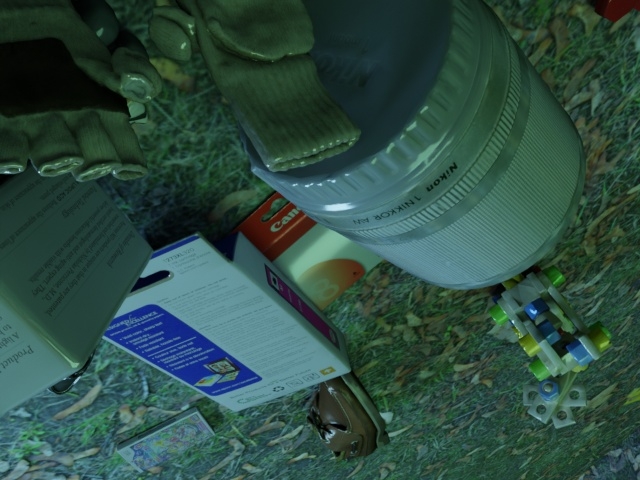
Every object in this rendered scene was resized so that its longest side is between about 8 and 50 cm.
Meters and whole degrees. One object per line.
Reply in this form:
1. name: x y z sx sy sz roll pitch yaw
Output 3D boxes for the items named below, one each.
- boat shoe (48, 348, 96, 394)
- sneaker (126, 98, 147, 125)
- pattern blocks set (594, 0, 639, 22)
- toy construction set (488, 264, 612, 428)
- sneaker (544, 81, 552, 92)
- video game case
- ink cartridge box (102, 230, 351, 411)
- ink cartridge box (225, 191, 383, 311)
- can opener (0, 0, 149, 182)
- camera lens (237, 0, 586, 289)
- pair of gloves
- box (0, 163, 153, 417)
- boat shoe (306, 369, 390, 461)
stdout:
1. boat shoe: -0.271 0.126 0.724 0.049 0.040 0.142 3 130 -36
2. sneaker: -0.182 -0.092 0.556 0.083 0.032 0.037 -30 142 -1
3. pattern blocks set: 0.423 -0.380 0.652 0.325 0.026 0.285 -24 141 -9
4. toy construction set: 0.362 0.158 1.041 0.151 0.215 0.327 -30 142 -2
5. sneaker: 0.213 -0.104 0.780 0.170 0.063 0.075 -47 134 11
6. video game case: -0.220 0.288 0.958 0.122 0.011 0.087 -25 142 -8
7. ink cartridge box: -0.113 0.092 0.743 0.176 0.069 0.371 -22 146 13
8. ink cartridge box: 0.000 0.000 0.769 0.145 0.045 0.179 -40 144 10
9. can opener: -0.250 -0.068 0.497 0.280 0.093 0.074 -38 142 0
10. camera lens: 0.092 -0.089 0.590 0.219 0.219 0.274 -44 140 15
11. pair of gloves: -0.107 -0.126 0.431 0.240 0.204 0.042 -11 151 -24
12. box: -0.249 0.045 0.495 0.181 0.182 0.119 -31 109 15
13. boat shoe: 0.036 0.281 1.041 0.105 0.110 0.307 -29 142 -5
